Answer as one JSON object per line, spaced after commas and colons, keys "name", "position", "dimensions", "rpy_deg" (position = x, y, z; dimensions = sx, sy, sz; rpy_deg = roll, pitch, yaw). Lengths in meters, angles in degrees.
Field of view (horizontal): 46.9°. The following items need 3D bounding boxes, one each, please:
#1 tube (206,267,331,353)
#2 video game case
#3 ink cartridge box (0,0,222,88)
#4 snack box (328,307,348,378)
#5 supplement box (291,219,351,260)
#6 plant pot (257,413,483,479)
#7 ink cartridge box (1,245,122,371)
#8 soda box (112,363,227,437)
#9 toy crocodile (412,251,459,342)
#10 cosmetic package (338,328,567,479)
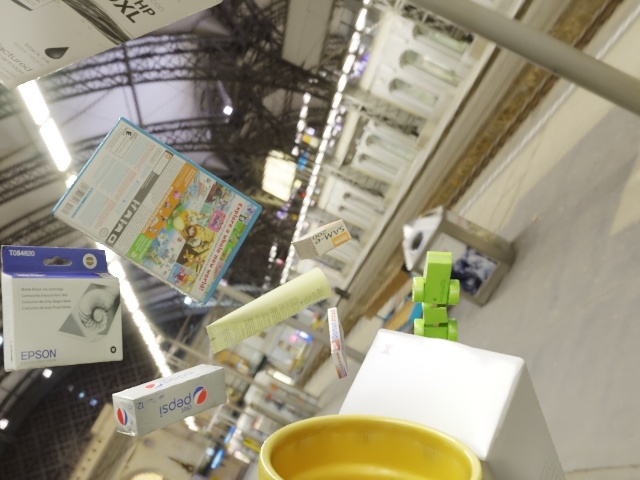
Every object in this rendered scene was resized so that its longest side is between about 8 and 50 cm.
{"name": "tube", "position": [-0.096, 0.127, 1.353], "dimensions": [0.240, 0.070, 0.062], "rpy_deg": [-28, 14, -17]}
{"name": "video game case", "position": [-0.155, -0.029, 0.721], "dimensions": [0.119, 0.166, 0.015], "rpy_deg": [-62, 12, -23]}
{"name": "ink cartridge box", "position": [-0.342, -0.381, 0.911], "dimensions": [0.285, 0.395, 0.166], "rpy_deg": [43, -136, -47]}
{"name": "snack box", "position": [0.036, 0.208, 1.519], "dimensions": [0.178, 0.022, 0.064], "rpy_deg": [-95, -10, -67]}
{"name": "supplement box", "position": [0.000, 0.000, 1.179], "dimensions": [0.062, 0.036, 0.098], "rpy_deg": [-28, 4, -21]}
{"name": "plant pot", "position": [0.050, 0.358, 0.852], "dimensions": [0.254, 0.254, 0.238], "rpy_deg": [-53, -33, -79]}
{"name": "ink cartridge box", "position": [-0.470, 0.119, 1.358], "dimensions": [0.223, 0.045, 0.223], "rpy_deg": [2, -101, -50]}
{"name": "soda box", "position": [-0.369, 0.394, 1.839], "dimensions": [0.286, 0.091, 0.098], "rpy_deg": [-13, -81, -49]}
{"name": "toy crocodile", "position": [0.295, 0.169, 1.906], "dimensions": [0.105, 0.115, 0.340], "rpy_deg": [-84, -9, -57]}
{"name": "cosmetic package", "position": [0.228, 0.343, 1.146], "dimensions": [0.161, 0.230, 0.453], "rpy_deg": [-60, -41, -29]}
